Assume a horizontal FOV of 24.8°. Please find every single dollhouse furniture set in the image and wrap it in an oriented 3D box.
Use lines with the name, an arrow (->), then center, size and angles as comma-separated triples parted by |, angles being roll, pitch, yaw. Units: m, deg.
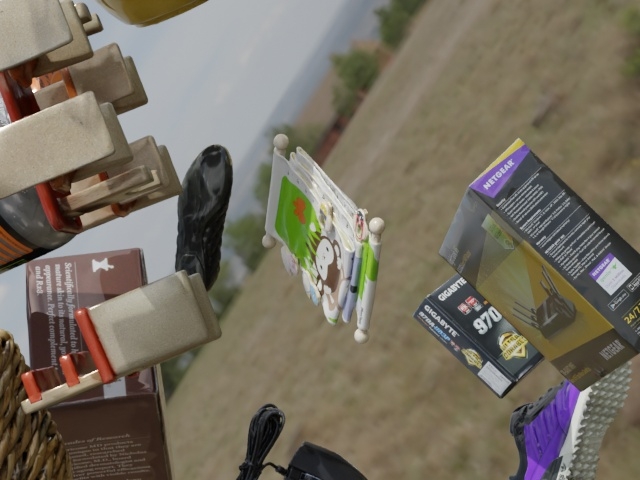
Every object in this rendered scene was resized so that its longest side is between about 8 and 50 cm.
dollhouse furniture set -> -0.178, -0.026, 0.997 | 0.135, 0.259, 0.262 | -21, -4, 2

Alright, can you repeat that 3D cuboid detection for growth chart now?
growth chart -> 0.000, 0.000, 1.479 | 0.237, 0.021, 0.172 | 46, 141, 48

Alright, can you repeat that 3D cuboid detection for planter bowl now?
planter bowl -> -0.157, -0.272, 1.451 | 0.217, 0.090, 0.217 | -22, 17, 7

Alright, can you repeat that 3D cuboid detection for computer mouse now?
computer mouse -> -0.015, 0.331, 1.752 | 0.060, 0.262, 0.184 | 1, 57, 41

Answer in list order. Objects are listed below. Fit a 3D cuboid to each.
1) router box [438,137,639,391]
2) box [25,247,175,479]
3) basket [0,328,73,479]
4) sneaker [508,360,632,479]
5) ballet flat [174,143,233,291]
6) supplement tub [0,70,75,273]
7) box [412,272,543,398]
router box -> 0.256, 0.038, 1.610 | 0.081, 0.243, 0.309 | -43, -10, -10
box -> -0.247, 0.194, 1.682 | 0.381, 0.143, 0.191 | 95, 167, -55
basket -> -0.347, 0.240, 1.134 | 0.299, 0.223, 0.213 | -78, -24, -54
sneaker -> 0.351, 0.259, 2.151 | 0.146, 0.102, 0.293 | 21, 95, 43
ballet flat -> -0.131, -0.023, 1.616 | 0.049, 0.058, 0.173 | -26, -53, -77
supplement tub -> -0.354, -0.049, 1.369 | 0.316, 0.193, 0.193 | -23, 14, 15
box -> 0.262, 0.110, 2.107 | 0.220, 0.175, 0.051 | -33, -18, -45
